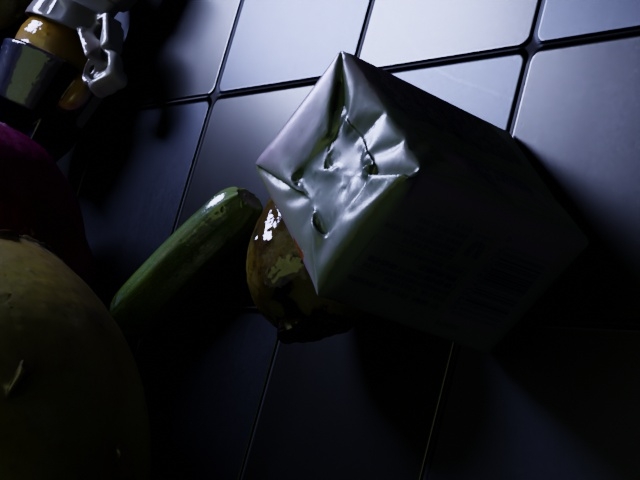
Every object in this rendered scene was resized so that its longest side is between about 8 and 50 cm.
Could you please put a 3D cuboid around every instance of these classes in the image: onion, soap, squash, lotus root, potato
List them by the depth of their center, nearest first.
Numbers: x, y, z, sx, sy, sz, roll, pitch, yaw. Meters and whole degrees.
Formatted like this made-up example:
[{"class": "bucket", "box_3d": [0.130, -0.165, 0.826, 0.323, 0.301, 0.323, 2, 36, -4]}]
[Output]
[{"class": "soap", "box_3d": [0.078, -0.030, 1.223, 0.138, 0.199, 0.182, -53, 38, 23]}, {"class": "lotus root", "box_3d": [0.000, 0.000, 1.376, 0.138, 0.138, 0.214, -32, 34, 38]}, {"class": "potato", "box_3d": [-0.349, 0.243, 1.472, 0.319, 0.385, 0.442, 45, 119, 38]}, {"class": "squash", "box_3d": [-0.147, 0.027, 1.597, 0.229, 0.066, 0.066, -44, 41, 26]}, {"class": "onion", "box_3d": [-0.462, 0.007, 1.767, 0.385, 0.348, 0.348, 28, 93, 44]}, {"class": "potato", "box_3d": [-0.475, -0.383, 2.245, 0.164, 0.081, 0.200, -63, 32, 18]}]

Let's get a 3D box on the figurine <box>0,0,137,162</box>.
[{"class": "figurine", "box_3d": [-0.324, -0.240, 1.913, 0.308, 0.143, 0.308, -51, 19, 25]}]
